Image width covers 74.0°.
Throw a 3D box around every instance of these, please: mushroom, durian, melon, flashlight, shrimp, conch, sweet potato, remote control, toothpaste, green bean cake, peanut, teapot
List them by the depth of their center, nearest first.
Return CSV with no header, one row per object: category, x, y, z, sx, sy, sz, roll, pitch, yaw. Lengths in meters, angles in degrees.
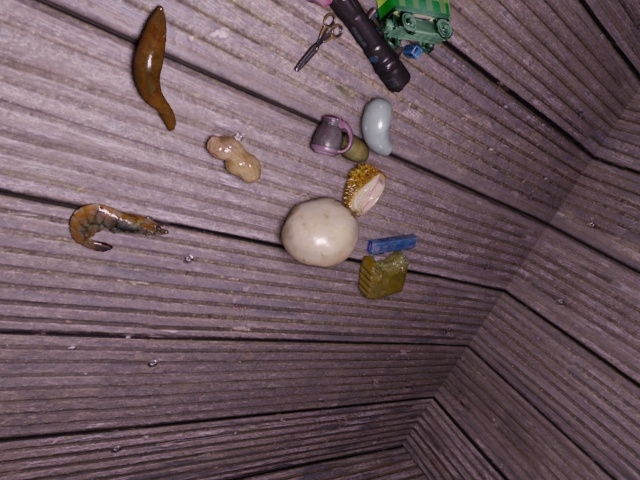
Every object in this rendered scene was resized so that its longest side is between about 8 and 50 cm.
sweet potato,-0.474,-0.472,1.209,0.109,0.079,0.345,-22,133,-36
shrimp,-0.662,-0.024,1.401,0.296,0.058,0.169,18,115,-36
peanut,-0.289,-0.280,1.450,0.104,0.085,0.228,-39,132,9
flashlight,0.178,-0.688,1.475,0.103,0.103,0.424,-50,132,5
remote control,0.232,-0.739,1.527,0.212,0.028,0.059,31,98,-42
teapot,0.039,-0.387,1.562,0.116,0.148,0.145,4,104,-39
conch,0.220,-0.436,1.642,0.121,0.185,0.220,2,113,15
melon,0.132,-0.358,1.664,0.162,0.099,0.099,19,108,-45
mushroom,0.000,0.000,1.723,0.315,0.314,0.336,-27,151,-16
durian,0.174,-0.216,1.768,0.183,0.138,0.249,-37,152,-50
toothpaste,0.354,0.016,2.091,0.273,0.053,0.066,-8,119,-29
green bean cake,0.317,0.169,2.116,0.236,0.124,0.232,-12,125,-26

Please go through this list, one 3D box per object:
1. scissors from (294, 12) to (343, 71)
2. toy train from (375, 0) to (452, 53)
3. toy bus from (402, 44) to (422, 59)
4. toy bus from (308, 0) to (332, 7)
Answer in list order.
scissors,-0.013,-0.656,1.430,0.220,0.017,0.088,-48,133,4
toy train,0.327,-0.773,1.465,0.301,0.120,0.202,-9,90,-29
toy bus,0.341,-0.706,1.585,0.046,0.083,0.038,26,103,-29
toy bus,0.022,-0.859,1.248,0.147,0.127,0.302,21,105,-46
